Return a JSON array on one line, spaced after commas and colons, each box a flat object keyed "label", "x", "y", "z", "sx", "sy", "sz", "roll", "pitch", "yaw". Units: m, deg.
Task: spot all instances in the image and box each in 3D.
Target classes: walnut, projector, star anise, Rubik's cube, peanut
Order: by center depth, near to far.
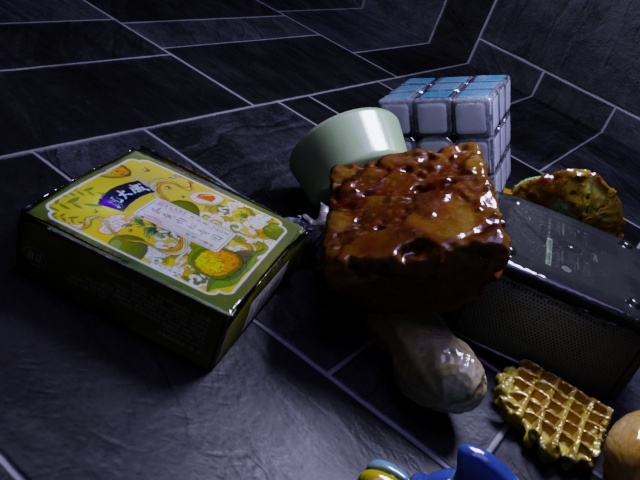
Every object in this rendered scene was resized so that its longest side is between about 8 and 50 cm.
[{"label": "walnut", "x": 0.582, "y": 0.384, "z": 1.289, "sx": 0.159, "sy": 0.159, "sz": 0.206, "roll": 36, "pitch": 31, "yaw": 24}, {"label": "peanut", "x": 0.188, "y": 0.202, "z": 1.353, "sx": 0.149, "sy": 0.149, "sz": 0.313, "roll": 4, "pitch": 31, "yaw": -28}, {"label": "star anise", "x": 0.000, "y": 0.000, "z": 1.602, "sx": 0.229, "sy": 0.093, "sz": 0.236, "roll": 20, "pitch": 33, "yaw": -2}, {"label": "projector", "x": 0.502, "y": 0.100, "z": 1.612, "sx": 0.405, "sy": 0.242, "sz": 0.395, "roll": 24, "pitch": 31, "yaw": 7}, {"label": "Rubik's cube", "x": 0.345, "y": -0.268, "z": 1.964, "sx": 0.305, "sy": 0.304, "sz": 0.301, "roll": 1, "pitch": 23, "yaw": 22}]

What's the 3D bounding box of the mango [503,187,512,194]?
[{"label": "mango", "x": 0.519, "y": -0.066, "z": 2.003, "sx": 0.175, "sy": 0.139, "sz": 0.254, "roll": 10, "pitch": 22, "yaw": -40}]

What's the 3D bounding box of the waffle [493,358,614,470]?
[{"label": "waffle", "x": 0.424, "y": 0.332, "z": 1.370, "sx": 0.229, "sy": 0.057, "sz": 0.219, "roll": 30, "pitch": 31, "yaw": 16}]

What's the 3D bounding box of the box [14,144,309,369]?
[{"label": "box", "x": -0.279, "y": 0.011, "z": 1.362, "sx": 0.420, "sy": 0.138, "sz": 0.373, "roll": 25, "pitch": 31, "yaw": 8}]

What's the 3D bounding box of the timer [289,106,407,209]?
[{"label": "timer", "x": 0.113, "y": -0.110, "z": 1.732, "sx": 0.290, "sy": 0.291, "sz": 0.315, "roll": -5, "pitch": 61, "yaw": -38}]

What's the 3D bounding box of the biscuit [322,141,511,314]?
[{"label": "biscuit", "x": 0.181, "y": -0.027, "z": 1.427, "sx": 0.342, "sy": 0.166, "sz": 0.395, "roll": -6, "pitch": 35, "yaw": 10}]

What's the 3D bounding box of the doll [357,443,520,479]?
[{"label": "doll", "x": 0.213, "y": 0.419, "z": 0.965, "sx": 0.376, "sy": 0.187, "sz": 0.366, "roll": 10, "pitch": 31, "yaw": -19}]

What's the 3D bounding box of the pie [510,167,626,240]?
[{"label": "pie", "x": 0.603, "y": -0.029, "z": 1.811, "sx": 0.288, "sy": 0.355, "sz": 0.103, "roll": 3, "pitch": 35, "yaw": 9}]
